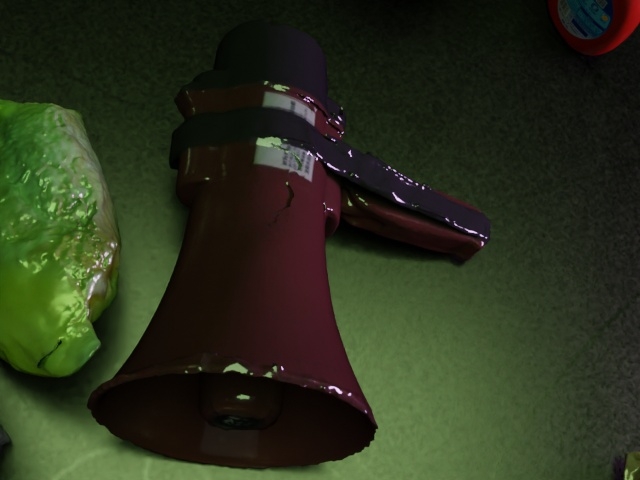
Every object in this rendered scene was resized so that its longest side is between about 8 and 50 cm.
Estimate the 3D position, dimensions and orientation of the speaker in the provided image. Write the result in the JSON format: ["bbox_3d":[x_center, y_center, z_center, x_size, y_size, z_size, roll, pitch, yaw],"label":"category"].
[{"bbox_3d":[-0.002,-0.002,0.765,0.259,0.198,0.329,8,62,7],"label":"speaker"}]

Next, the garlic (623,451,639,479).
[{"bbox_3d":[0.297,0.253,0.777,0.102,0.087,0.195,-8,76,1],"label":"garlic"}]

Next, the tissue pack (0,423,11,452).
[{"bbox_3d":[-0.395,0.151,0.583,0.394,0.288,0.124,-22,84,-15],"label":"tissue pack"}]

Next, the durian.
[{"bbox_3d":[-0.210,0.000,0.737,0.101,0.139,0.250,19,46,-35],"label":"durian"}]

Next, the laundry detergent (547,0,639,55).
[{"bbox_3d":[0.251,-0.231,0.885,0.049,0.165,0.097,-28,79,-16],"label":"laundry detergent"}]
